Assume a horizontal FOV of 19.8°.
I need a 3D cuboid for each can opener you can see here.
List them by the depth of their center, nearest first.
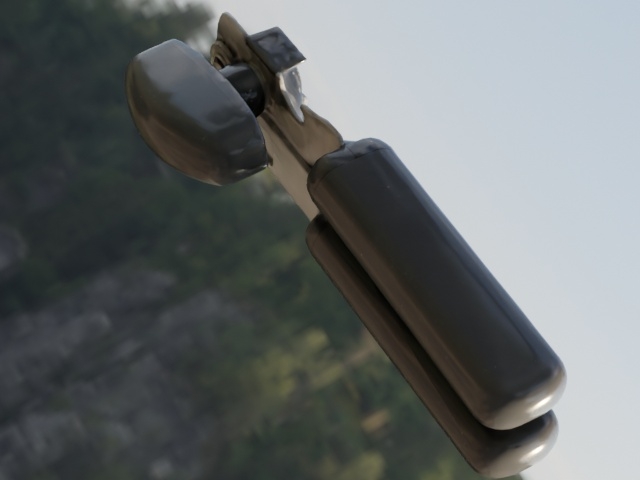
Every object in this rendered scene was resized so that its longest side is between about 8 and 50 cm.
[{"bbox_3d":[0.000,0.000,0.857,0.283,0.095,0.076,53,-23,35],"label":"can opener"}]
